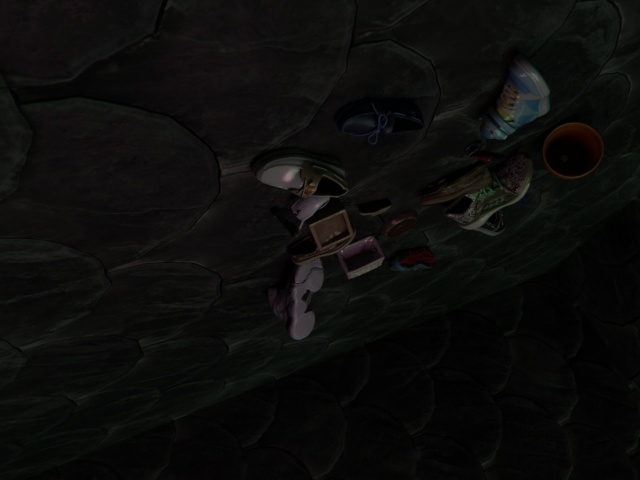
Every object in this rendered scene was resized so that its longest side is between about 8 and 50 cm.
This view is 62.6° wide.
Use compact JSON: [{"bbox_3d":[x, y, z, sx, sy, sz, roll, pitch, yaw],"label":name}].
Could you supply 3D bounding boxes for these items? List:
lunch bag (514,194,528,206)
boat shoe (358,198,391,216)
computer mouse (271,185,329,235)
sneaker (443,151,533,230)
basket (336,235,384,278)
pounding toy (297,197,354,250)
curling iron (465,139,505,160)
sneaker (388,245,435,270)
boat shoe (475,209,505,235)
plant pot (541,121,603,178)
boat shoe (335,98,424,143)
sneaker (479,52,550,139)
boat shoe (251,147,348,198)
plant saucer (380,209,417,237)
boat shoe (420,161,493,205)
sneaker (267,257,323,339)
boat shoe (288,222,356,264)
[{"bbox_3d":[0.879,-0.191,2.337,0.067,0.065,0.098,-40,153,27],"label":"lunch bag"},{"bbox_3d":[0.190,-0.108,1.856,0.135,0.050,0.045,-14,147,-25],"label":"boat shoe"},{"bbox_3d":[-0.055,-0.097,1.573,0.193,0.106,0.042,-39,179,28],"label":"computer mouse"},{"bbox_3d":[0.639,-0.187,2.036,0.181,0.158,0.410,8,137,-36],"label":"sneaker"},{"bbox_3d":[0.159,0.072,2.104,0.167,0.113,0.103,-23,157,-5],"label":"basket"},{"bbox_3d":[-0.012,-0.074,1.689,0.180,0.094,0.206,-25,134,-3],"label":"pounding toy"},{"bbox_3d":[0.600,-0.306,1.880,0.273,0.035,0.068,4,141,-48],"label":"curling iron"},{"bbox_3d":[0.423,0.094,2.452,0.261,0.104,0.125,-1,163,-36],"label":"sneaker"},{"bbox_3d":[0.764,-0.098,2.355,0.306,0.113,0.104,12,151,-40],"label":"boat shoe"},{"bbox_3d":[0.946,-0.328,2.006,0.205,0.205,0.188,-32,170,13],"label":"plant pot"},{"bbox_3d":[0.168,-0.317,1.379,0.258,0.089,0.109,-16,153,-21],"label":"boat shoe"},{"bbox_3d":[0.555,-0.399,1.551,0.208,0.127,0.319,-36,153,17],"label":"sneaker"},{"bbox_3d":[-0.041,-0.175,1.438,0.302,0.103,0.113,-5,148,-38],"label":"boat shoe"},{"bbox_3d":[0.318,-0.059,2.103,0.168,0.029,0.168,-21,155,-10],"label":"plant saucer"},{"bbox_3d":[0.492,-0.201,1.946,0.284,0.090,0.104,-20,180,-6],"label":"boat shoe"},{"bbox_3d":[-0.108,0.185,2.053,0.137,0.210,0.366,-8,115,-36],"label":"sneaker"},{"bbox_3d":[0.003,0.007,1.852,0.257,0.095,0.095,-30,149,9],"label":"boat shoe"}]
